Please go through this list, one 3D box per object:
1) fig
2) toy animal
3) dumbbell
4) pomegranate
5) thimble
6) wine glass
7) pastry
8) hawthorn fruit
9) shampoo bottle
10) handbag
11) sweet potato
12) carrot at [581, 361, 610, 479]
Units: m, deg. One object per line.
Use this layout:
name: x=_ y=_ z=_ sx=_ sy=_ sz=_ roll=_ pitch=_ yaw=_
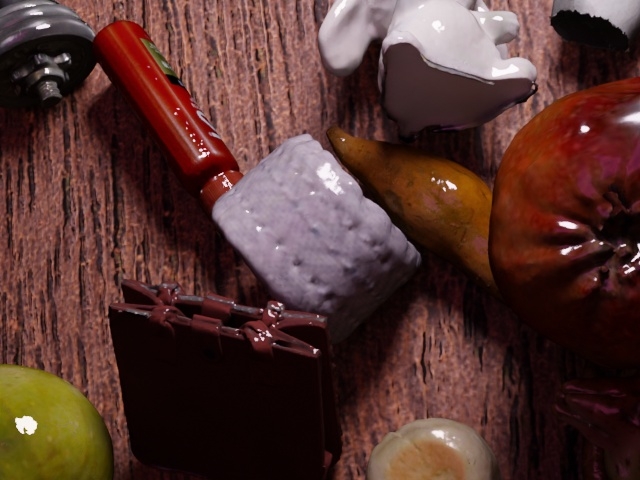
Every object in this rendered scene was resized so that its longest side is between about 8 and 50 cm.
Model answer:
fig: x=-0.406 y=0.267 z=1.539 sx=0.326 sy=0.258 sz=0.258 roll=14 pitch=79 yaw=35
toy animal: x=0.132 y=-0.255 z=1.562 sx=0.249 sy=0.174 sz=0.289 roll=30 pitch=48 yaw=-15
dumbbell: x=-0.432 y=-0.351 z=1.732 sx=0.179 sy=0.179 sz=0.406 roll=-28 pitch=72 yaw=6
pomegranate: x=0.361 y=0.193 z=1.373 sx=0.248 sy=0.214 sz=0.214 roll=16 pitch=79 yaw=-9
thimble: x=0.000 y=0.000 z=1.501 sx=0.157 sy=0.245 sz=0.217 roll=-40 pitch=49 yaw=2
wine glass: x=0.366 y=-0.354 z=1.566 sx=0.126 sy=0.126 sz=0.241 roll=21 pitch=79 yaw=18
pastry: x=0.129 y=0.279 z=1.478 sx=0.156 sy=0.092 sz=0.156 roll=-2 pitch=82 yaw=17
hawthorn fruit: x=0.326 y=-0.024 z=1.341 sx=0.308 sy=0.325 sz=0.308 roll=9 pitch=106 yaw=32
shampoo bottle: x=-0.181 y=-0.143 z=1.647 sx=0.076 sy=0.118 sz=0.314 roll=-35 pitch=70 yaw=-1
handbag: x=-0.106 y=0.173 z=1.473 sx=0.260 sy=0.275 sz=0.084 roll=12 pitch=44 yaw=16
sweet potato: x=0.150 y=-0.039 z=1.546 sx=0.359 sy=0.112 sz=0.112 roll=37 pitch=87 yaw=17
carrot: x=0.317 y=0.212 z=1.479 sx=0.036 sy=0.035 sz=0.165 roll=-2 pitch=73 yaw=13
